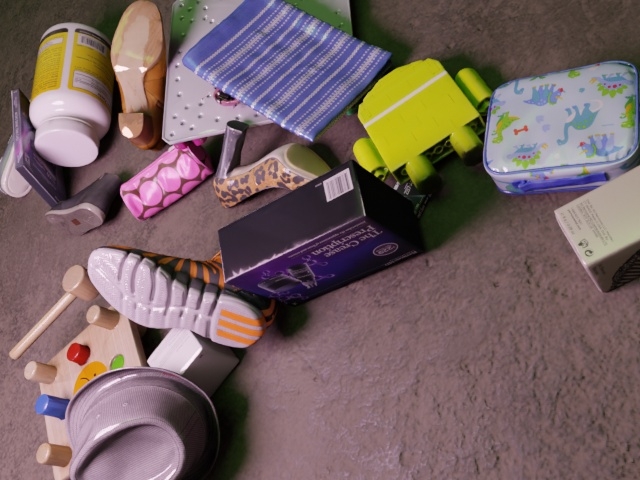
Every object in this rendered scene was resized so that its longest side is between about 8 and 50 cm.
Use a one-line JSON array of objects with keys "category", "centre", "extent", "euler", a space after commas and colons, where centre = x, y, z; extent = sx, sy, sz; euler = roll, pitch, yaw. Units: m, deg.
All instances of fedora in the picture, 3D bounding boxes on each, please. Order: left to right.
[{"category": "fedora", "centre": [-0.298, 0.330, 1.074], "extent": [0.275, 0.124, 0.243], "euler": [-19, 101, 9]}]

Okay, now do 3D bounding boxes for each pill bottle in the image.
[{"category": "pill bottle", "centre": [-0.609, -0.355, 1.667], "extent": [0.188, 0.188, 0.333], "euler": [-21, 56, 25]}]

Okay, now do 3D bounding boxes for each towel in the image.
[{"category": "towel", "centre": [-0.066, -0.337, 1.253], "extent": [0.336, 0.040, 0.243], "euler": [34, 68, 23]}]

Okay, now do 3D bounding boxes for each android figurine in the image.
[{"category": "android figurine", "centre": [0.165, -0.201, 1.136], "extent": [0.248, 0.056, 0.273], "euler": [-34, 48, 10]}]

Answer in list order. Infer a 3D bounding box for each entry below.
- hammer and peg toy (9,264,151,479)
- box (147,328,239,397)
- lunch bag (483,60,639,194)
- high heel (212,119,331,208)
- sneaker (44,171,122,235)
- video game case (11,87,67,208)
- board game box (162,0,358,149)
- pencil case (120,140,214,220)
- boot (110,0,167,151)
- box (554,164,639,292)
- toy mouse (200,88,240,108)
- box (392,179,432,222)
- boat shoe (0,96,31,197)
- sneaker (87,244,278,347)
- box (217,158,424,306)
[{"category": "hammer and peg toy", "centre": [-0.445, 0.243, 1.296], "extent": [0.266, 0.127, 0.361], "euler": [-41, 51, 13]}, {"category": "box", "centre": [-0.219, 0.209, 1.174], "extent": [0.102, 0.101, 0.087], "euler": [-52, 50, 4]}, {"category": "lunch bag", "centre": [0.349, -0.153, 0.975], "extent": [0.219, 0.090, 0.176], "euler": [-5, 64, 33]}, {"category": "high heel", "centre": [-0.082, -0.095, 1.275], "extent": [0.261, 0.093, 0.186], "euler": [29, 129, 15]}, {"category": "sneaker", "centre": [-0.542, -0.083, 1.570], "extent": [0.222, 0.083, 0.118], "euler": [-6, 45, 39]}, {"category": "video game case", "centre": [-0.681, -0.212, 1.642], "extent": [0.026, 0.196, 0.274], "euler": [-21, 54, 1]}, {"category": "board game box", "centre": [-0.122, -0.380, 1.373], "extent": [0.390, 0.050, 0.390], "euler": [-10, 61, 12]}, {"category": "pencil case", "centre": [-0.326, -0.130, 1.419], "extent": [0.209, 0.098, 0.095], "euler": [-35, 42, 15]}, {"category": "boot", "centre": [-0.372, -0.343, 1.456], "extent": [0.104, 0.211, 0.295], "euler": [6, 94, -1]}, {"category": "box", "centre": [0.447, -0.048, 0.843], "extent": [0.275, 0.113, 0.094], "euler": [-31, 54, 20]}, {"category": "toy mouse", "centre": [-0.145, -0.289, 1.284], "extent": [0.161, 0.031, 0.143], "euler": [-37, 59, -6]}, {"category": "box", "centre": [0.143, -0.064, 1.117], "extent": [0.067, 0.018, 0.083], "euler": [23, 82, 39]}, {"category": "boat shoe", "centre": [-0.778, -0.272, 1.790], "extent": [0.099, 0.116, 0.319], "euler": [14, 81, 34]}, {"category": "sneaker", "centre": [-0.224, 0.068, 1.171], "extent": [0.180, 0.321, 0.124], "euler": [-65, -3, -59]}, {"category": "box", "centre": [0.000, 0.000, 1.062], "extent": [0.261, 0.184, 0.103], "euler": [-26, 62, 27]}]
